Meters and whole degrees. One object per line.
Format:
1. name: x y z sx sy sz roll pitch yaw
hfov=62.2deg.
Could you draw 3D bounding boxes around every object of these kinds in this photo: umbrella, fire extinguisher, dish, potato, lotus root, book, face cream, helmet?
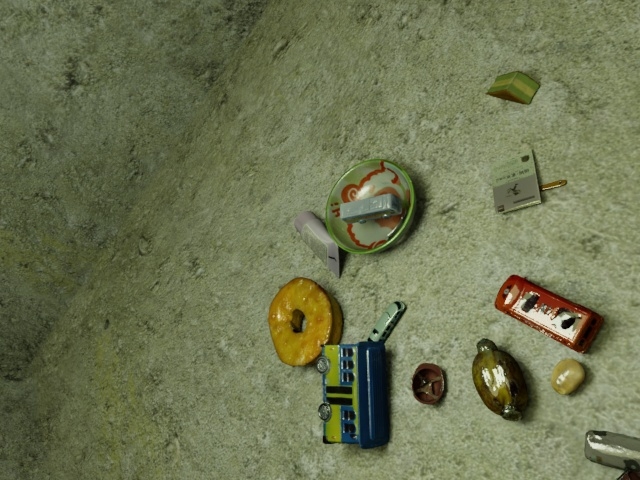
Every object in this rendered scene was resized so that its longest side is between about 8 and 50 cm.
1. umbrella: 0.708 0.444 1.053 0.337 0.067 0.073 -1 81 41
2. fire extinguisher: 0.615 0.527 1.095 0.056 0.039 0.132 56 140 43
3. dish: 0.183 -0.097 1.746 0.324 0.124 0.324 -12 67 31
4. potato: 0.575 0.317 1.236 0.083 0.062 0.068 -42 14 -9
5. lotus root: 0.440 0.341 1.312 0.120 0.120 0.210 -32 55 28
6. book: 0.547 -0.165 1.496 0.127 0.014 0.182 -18 53 34
7. face cream: 0.000 0.000 1.872 0.274 0.096 0.154 52 152 44
8. helmet: 0.293 0.396 1.461 0.089 0.057 0.111 13 71 9

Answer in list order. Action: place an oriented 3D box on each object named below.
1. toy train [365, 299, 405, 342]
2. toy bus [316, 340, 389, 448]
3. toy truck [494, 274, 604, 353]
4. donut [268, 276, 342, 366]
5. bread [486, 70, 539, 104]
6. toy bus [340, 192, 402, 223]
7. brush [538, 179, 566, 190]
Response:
1. toy train: 0.189 0.272 1.620 0.207 0.047 0.043 -59 39 7
2. toy bus: 0.096 0.441 1.535 0.175 0.138 0.288 -12 74 40
3. toy truck: 0.540 0.167 1.297 0.252 0.114 0.108 31 94 45
4. donut: -0.047 0.278 1.791 0.303 0.110 0.303 -17 63 37
5. bread: 0.583 -0.460 1.617 0.074 0.084 0.139 -61 14 3
6. toy bus: 0.153 -0.099 1.640 0.190 0.075 0.064 -11 67 33
7. brush: 0.590 -0.139 1.464 0.170 0.014 0.043 -15 63 37
